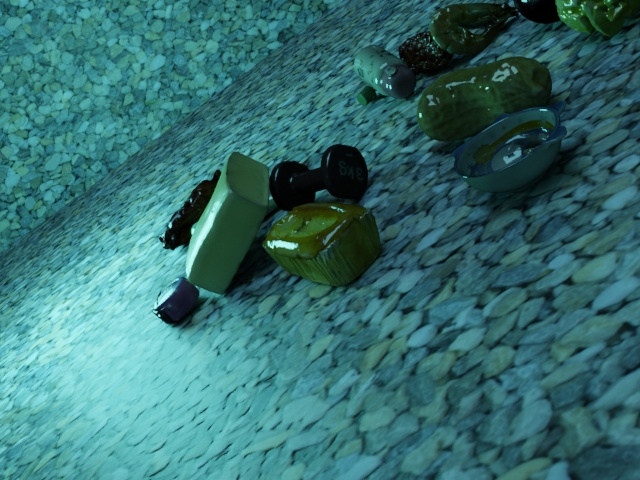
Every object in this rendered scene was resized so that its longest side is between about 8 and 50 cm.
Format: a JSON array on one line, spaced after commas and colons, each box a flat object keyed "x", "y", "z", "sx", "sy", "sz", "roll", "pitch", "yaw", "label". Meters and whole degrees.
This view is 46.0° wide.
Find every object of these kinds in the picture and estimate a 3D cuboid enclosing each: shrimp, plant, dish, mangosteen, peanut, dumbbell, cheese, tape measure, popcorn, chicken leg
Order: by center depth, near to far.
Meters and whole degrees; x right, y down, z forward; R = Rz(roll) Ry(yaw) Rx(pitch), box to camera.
[{"x": 0.360, "y": -0.153, "z": 1.359, "sx": 0.228, "sy": 0.086, "sz": 0.236, "roll": -39, "pitch": 23, "yaw": -6, "label": "dish"}, {"x": 0.344, "y": -0.307, "z": 1.592, "sx": 0.291, "sy": 0.143, "sz": 0.159, "roll": -13, "pitch": 43, "yaw": 39, "label": "peanut"}, {"x": 0.601, "y": -0.529, "z": 1.613, "sx": 0.187, "sy": 0.167, "sz": 0.185, "roll": -2, "pitch": 43, "yaw": 49, "label": "popcorn"}, {"x": -0.006, "y": -0.145, "z": 1.796, "sx": 0.225, "sy": 0.140, "sz": 0.124, "roll": -12, "pitch": 77, "yaw": 46, "label": "dumbbell"}, {"x": -0.222, "y": -0.044, "z": 1.805, "sx": 0.265, "sy": 0.124, "sz": 0.242, "roll": -60, "pitch": 13, "yaw": 24, "label": "cheese"}, {"x": -0.353, "y": 0.147, "z": 1.832, "sx": 0.118, "sy": 0.074, "sz": 0.125, "roll": -48, "pitch": 20, "yaw": -10, "label": "tape measure"}, {"x": 0.575, "y": -0.630, "z": 1.846, "sx": 0.194, "sy": 0.194, "sz": 0.230, "roll": -14, "pitch": 3, "yaw": 43, "label": "mangosteen"}, {"x": 0.420, "y": -0.579, "z": 2.024, "sx": 0.267, "sy": 0.145, "sz": 0.061, "roll": -18, "pitch": -9, "yaw": -18, "label": "shrimp"}, {"x": 0.154, "y": -0.443, "z": 2.231, "sx": 0.102, "sy": 0.051, "sz": 0.051, "roll": -43, "pitch": 23, "yaw": -25, "label": "plant"}, {"x": -0.365, "y": -0.111, "z": 2.315, "sx": 0.158, "sy": 0.096, "sz": 0.407, "roll": -44, "pitch": 12, "yaw": 41, "label": "chicken leg"}]

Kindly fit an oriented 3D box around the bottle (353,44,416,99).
[{"x": 0.187, "y": -0.468, "z": 2.116, "sx": 0.110, "sy": 0.110, "sz": 0.233, "roll": -38, "pitch": 37, "yaw": 0, "label": "bottle"}]

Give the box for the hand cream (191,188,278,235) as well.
[{"x": -0.200, "y": -0.073, "z": 2.026, "sx": 0.306, "sy": 0.093, "sz": 0.147, "roll": -31, "pitch": 23, "yaw": -9, "label": "hand cream"}]

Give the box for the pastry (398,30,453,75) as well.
[{"x": 0.298, "y": -0.526, "z": 2.116, "sx": 0.097, "sy": 0.115, "sz": 0.208, "roll": -34, "pitch": 18, "yaw": -25, "label": "pastry"}]

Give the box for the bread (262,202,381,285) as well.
[{"x": 0.000, "y": 0.000, "z": 1.551, "sx": 0.152, "sy": 0.119, "sz": 0.288, "roll": -42, "pitch": 23, "yaw": -20, "label": "bread"}]

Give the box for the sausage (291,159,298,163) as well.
[{"x": -0.066, "y": -0.189, "z": 2.105, "sx": 0.028, "sy": 0.025, "sz": 0.198, "roll": -61, "pitch": 18, "yaw": 16, "label": "sausage"}]
